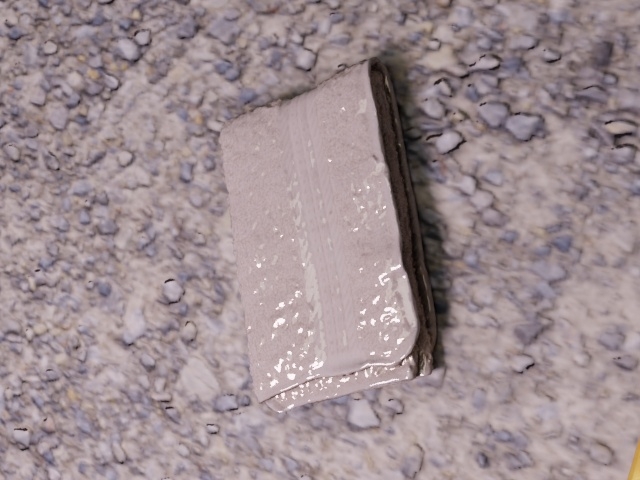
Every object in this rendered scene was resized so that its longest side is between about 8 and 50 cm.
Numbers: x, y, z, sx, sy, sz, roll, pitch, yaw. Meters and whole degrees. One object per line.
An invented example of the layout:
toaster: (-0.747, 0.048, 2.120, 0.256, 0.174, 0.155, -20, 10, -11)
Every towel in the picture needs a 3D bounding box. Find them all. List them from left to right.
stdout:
towel: (0.000, 0.000, 1.316, 0.187, 0.049, 0.282, -19, 74, 34)

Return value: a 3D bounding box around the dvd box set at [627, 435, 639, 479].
dvd box set: (0.317, 0.335, 1.030, 0.308, 0.062, 0.420, 20, 98, 37)
